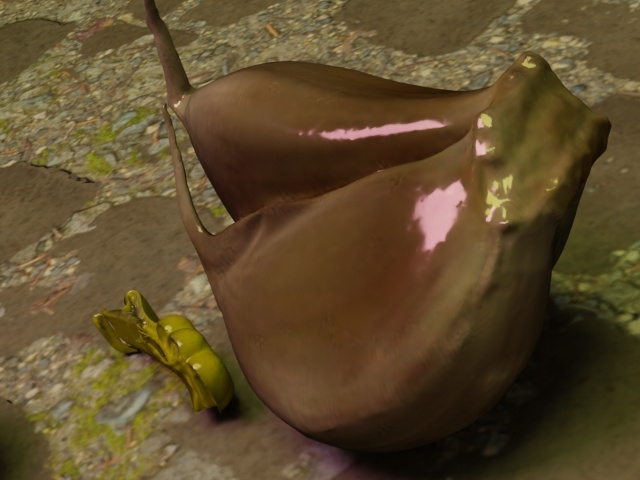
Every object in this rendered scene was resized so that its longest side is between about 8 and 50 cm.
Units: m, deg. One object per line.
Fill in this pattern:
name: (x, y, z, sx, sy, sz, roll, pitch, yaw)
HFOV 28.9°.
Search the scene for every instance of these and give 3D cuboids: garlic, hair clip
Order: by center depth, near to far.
garlic: (0.000, 0.000, 0.807, 0.340, 0.246, 0.231, 20, 63, 29)
hair clip: (-0.110, 0.083, 0.923, 0.046, 0.072, 0.173, -40, 26, -17)
